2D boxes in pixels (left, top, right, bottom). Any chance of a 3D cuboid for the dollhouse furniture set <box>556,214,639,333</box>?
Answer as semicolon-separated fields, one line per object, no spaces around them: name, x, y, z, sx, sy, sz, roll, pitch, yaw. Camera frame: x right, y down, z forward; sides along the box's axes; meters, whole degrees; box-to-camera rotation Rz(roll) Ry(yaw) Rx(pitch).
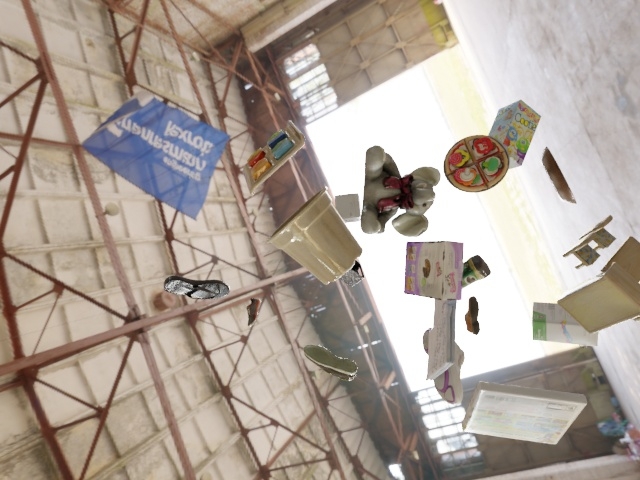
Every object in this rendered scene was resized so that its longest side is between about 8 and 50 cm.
dollhouse furniture set;0.660;0.072;0.958;0.212;0.242;0.161;47;156;14

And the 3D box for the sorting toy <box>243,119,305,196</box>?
sorting toy;-0.138;-0.232;1.200;0.038;0.208;0.193;40;-169;-30

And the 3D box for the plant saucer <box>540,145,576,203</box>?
plant saucer;0.725;-0.194;1.364;0.199;0.036;0.198;42;-148;-35

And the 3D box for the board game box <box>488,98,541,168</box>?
board game box;0.877;-0.480;2.049;0.142;0.144;0.275;30;-103;-17

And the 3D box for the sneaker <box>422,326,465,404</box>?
sneaker;0.465;0.435;1.565;0.152;0.114;0.305;14;-143;-14

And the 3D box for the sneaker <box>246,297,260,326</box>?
sneaker;-0.355;0.362;2.246;0.065;0.061;0.157;28;-130;-23

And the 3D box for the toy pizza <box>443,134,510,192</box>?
toy pizza;0.489;-0.247;1.399;0.032;0.201;0.201;35;-143;-62

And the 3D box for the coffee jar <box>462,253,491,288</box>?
coffee jar;0.538;0.128;1.662;0.096;0.184;0.079;41;-151;-33

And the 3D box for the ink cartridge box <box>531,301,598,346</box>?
ink cartridge box;0.905;0.306;1.646;0.154;0.213;0.093;-40;-57;-56

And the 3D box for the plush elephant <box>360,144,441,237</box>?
plush elephant;0.269;-0.148;1.462;0.330;0.256;0.271;-13;-73;-84

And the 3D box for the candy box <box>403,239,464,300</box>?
candy box;0.325;0.084;1.288;0.196;0.070;0.164;178;96;-69

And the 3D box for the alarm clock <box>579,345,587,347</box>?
alarm clock;1.197;0.420;2.060;0.064;0.130;0.192;59;-156;-33

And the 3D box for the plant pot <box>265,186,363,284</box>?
plant pot;0.000;0.000;1.829;0.305;0.334;0.334;47;-156;-8

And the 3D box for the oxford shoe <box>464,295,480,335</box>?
oxford shoe;0.784;0.388;2.320;0.076;0.076;0.212;-11;-78;-32

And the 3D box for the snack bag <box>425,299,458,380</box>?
snack bag;0.388;0.258;1.424;0.323;0.037;0.342;84;-164;-64

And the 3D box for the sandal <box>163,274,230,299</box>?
sandal;-0.460;0.190;1.660;0.255;0.097;0.054;11;-142;-37

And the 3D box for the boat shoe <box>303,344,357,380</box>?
boat shoe;0.033;0.485;1.744;0.081;0.228;0.068;-49;-26;-49

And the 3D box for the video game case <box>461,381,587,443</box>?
video game case;0.466;0.408;1.042;0.026;0.227;0.206;-77;-11;-47

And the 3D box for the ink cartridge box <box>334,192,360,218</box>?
ink cartridge box;0.148;-0.166;2.306;0.176;0.128;0.128;37;-132;-80

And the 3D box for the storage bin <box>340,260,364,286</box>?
storage bin;0.128;0.138;2.253;0.180;0.084;0.122;35;-153;-33
